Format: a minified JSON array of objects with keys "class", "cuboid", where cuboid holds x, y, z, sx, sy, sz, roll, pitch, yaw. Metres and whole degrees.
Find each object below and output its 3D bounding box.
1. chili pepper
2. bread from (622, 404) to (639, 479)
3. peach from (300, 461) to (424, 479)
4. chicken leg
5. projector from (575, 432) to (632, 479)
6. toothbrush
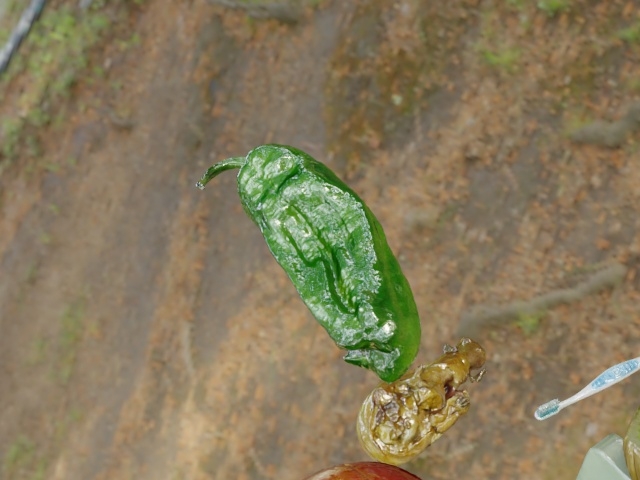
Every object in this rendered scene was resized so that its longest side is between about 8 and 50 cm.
[{"class":"chili pepper","cuboid":[0.000,0.005,1.094,0.100,0.074,0.257,-41,49,7]},{"class":"bread","cuboid":[0.508,0.259,1.820,0.236,0.236,0.070,17,126,62]},{"class":"peach","cuboid":[0.027,0.262,1.099,0.197,0.197,0.197,-39,42,46]},{"class":"chicken leg","cuboid":[0.118,0.159,1.464,0.207,0.085,0.101,-36,-9,-43]},{"class":"projector","cuboid":[0.469,0.432,1.970,0.259,0.079,0.257,44,148,28]},{"class":"toothbrush","cuboid":[0.243,0.109,1.124,0.014,0.162,0.017,57,160,30]}]
